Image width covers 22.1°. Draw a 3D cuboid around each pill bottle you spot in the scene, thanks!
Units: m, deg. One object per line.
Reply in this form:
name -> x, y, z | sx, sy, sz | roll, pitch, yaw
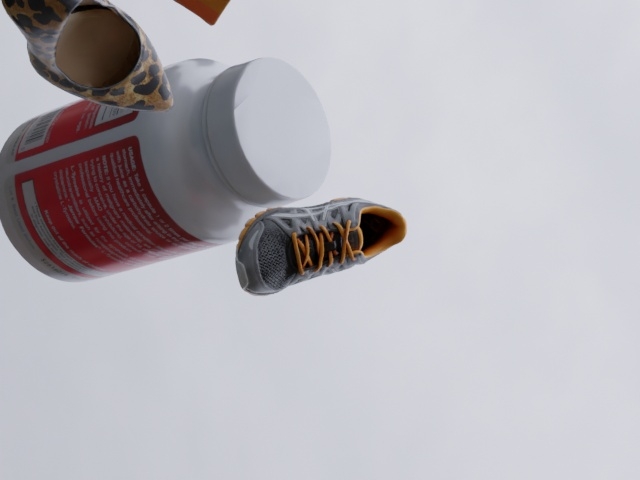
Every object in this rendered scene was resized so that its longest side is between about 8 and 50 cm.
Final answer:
pill bottle -> -0.194, -0.092, 2.029 | 0.407, 0.229, 0.229 | -14, -95, 39

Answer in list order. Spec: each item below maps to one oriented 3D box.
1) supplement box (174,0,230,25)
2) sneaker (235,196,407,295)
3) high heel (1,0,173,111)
supplement box -> -0.108, -0.399, 2.169 | 0.078, 0.080, 0.233 | 34, -53, -9
sneaker -> 0.000, 0.000, 1.665 | 0.083, 0.215, 0.084 | 4, -70, 45
high heel -> -0.189, -0.165, 1.427 | 0.093, 0.261, 0.186 | -54, -141, -3
